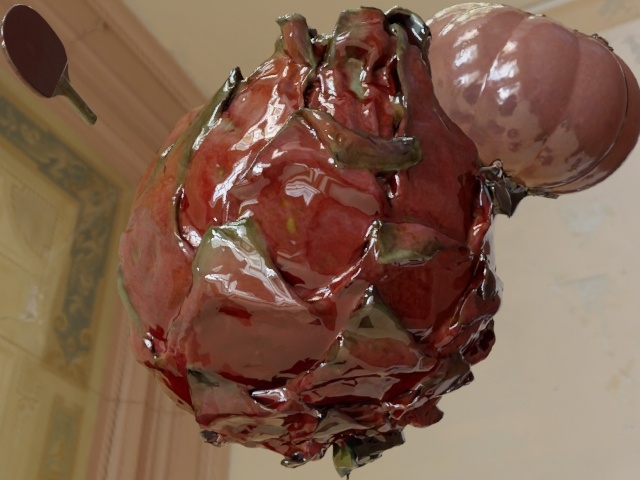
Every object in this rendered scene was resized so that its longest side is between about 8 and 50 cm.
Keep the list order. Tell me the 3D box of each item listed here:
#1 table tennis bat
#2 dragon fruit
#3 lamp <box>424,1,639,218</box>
[{"bbox_3d":[-0.293,-0.185,0.878,0.156,0.013,0.087,56,-148,-46],"label":"table tennis bat"},{"bbox_3d":[0.000,0.000,0.514,0.244,0.245,0.298,-8,-62,-68],"label":"dragon fruit"},{"bbox_3d":[0.231,-0.155,0.994,0.239,0.306,0.305,-67,-22,8],"label":"lamp"}]
